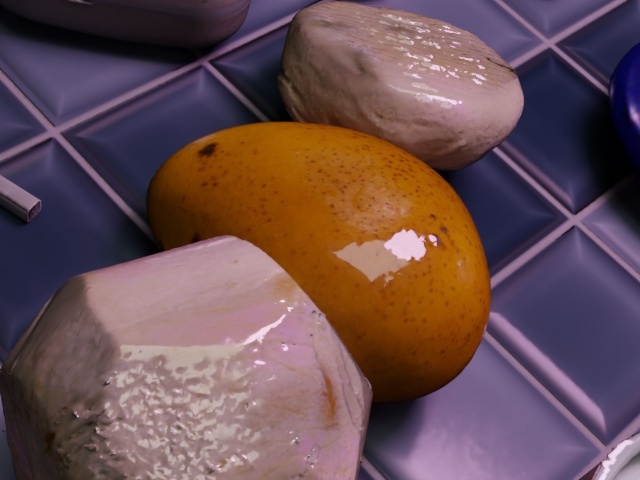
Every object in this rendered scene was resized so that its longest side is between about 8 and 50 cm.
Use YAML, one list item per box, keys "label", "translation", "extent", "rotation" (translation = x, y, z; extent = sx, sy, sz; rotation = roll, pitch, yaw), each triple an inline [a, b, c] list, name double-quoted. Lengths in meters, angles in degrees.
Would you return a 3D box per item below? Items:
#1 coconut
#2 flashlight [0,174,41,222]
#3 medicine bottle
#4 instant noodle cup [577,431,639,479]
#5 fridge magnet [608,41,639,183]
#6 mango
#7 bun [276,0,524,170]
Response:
- label: "coconut"
  translation: [-0.074, 0.111, 0.729]
  extent: [0.241, 0.241, 0.241]
  rotation: [8, 52, -11]
- label: "flashlight"
  translation: [-0.262, -0.044, 0.919]
  extent: [0.083, 0.018, 0.018]
  rotation: [31, 53, 8]
- label: "medicine bottle"
  translation: [-0.177, -0.349, 1.108]
  extent: [0.282, 0.123, 0.375]
  rotation: [8, 51, -9]
- label: "instant noodle cup"
  translation: [0.201, 0.247, 0.700]
  extent: [0.243, 0.231, 0.243]
  rotation: [7, 53, -10]
- label: "fridge magnet"
  translation: [0.397, -0.098, 1.094]
  extent: [0.266, 0.112, 0.265]
  rotation: [8, 52, -11]
- label: "mango"
  translation: [0.000, 0.000, 0.883]
  extent: [0.290, 0.160, 0.191]
  rotation: [27, 56, 17]
- label: "bun"
  translation: [0.062, -0.128, 1.008]
  extent: [0.210, 0.116, 0.237]
  rotation: [8, 25, -14]
